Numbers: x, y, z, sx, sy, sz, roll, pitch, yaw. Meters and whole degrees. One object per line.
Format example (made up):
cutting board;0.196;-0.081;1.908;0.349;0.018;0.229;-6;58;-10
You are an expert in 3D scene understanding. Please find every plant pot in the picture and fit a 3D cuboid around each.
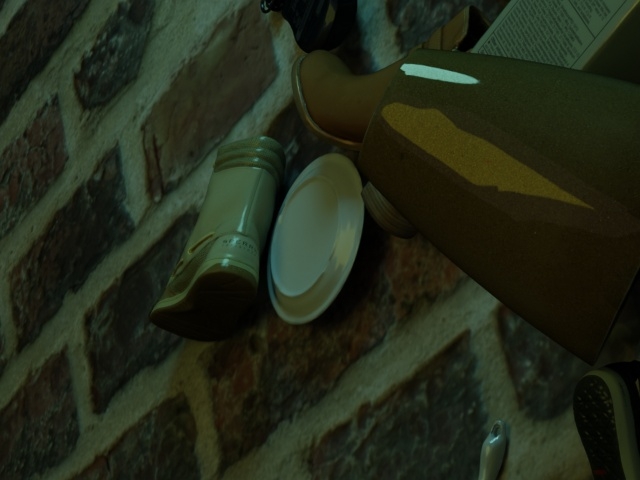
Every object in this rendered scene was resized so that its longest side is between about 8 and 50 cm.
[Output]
plant pot;0.171;-0.058;1.399;0.254;0.237;0.237;28;103;11

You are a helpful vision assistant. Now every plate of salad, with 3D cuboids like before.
plate of salad;0.000;0.000;1.871;0.200;0.048;0.200;-32;50;48

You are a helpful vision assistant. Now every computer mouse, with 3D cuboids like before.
computer mouse;0.010;-0.326;1.985;0.184;0.060;0.262;-69;23;15

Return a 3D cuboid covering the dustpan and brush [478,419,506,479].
dustpan and brush;0.141;0.274;1.572;0.147;0.060;0.211;9;90;43

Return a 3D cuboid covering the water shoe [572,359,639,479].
water shoe;0.273;0.202;1.397;0.073;0.080;0.203;0;102;58

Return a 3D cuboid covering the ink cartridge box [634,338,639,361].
ink cartridge box;0.358;0.056;1.323;0.190;0.082;0.140;13;88;54

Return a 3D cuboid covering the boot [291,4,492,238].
boot;0.089;-0.169;1.760;0.220;0.109;0.283;-55;41;28

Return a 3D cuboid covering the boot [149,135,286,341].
boot;-0.122;0.000;2.005;0.262;0.095;0.203;133;152;-61

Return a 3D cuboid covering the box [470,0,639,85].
box;0.289;-0.226;1.495;0.311;0.121;0.148;-51;41;30
